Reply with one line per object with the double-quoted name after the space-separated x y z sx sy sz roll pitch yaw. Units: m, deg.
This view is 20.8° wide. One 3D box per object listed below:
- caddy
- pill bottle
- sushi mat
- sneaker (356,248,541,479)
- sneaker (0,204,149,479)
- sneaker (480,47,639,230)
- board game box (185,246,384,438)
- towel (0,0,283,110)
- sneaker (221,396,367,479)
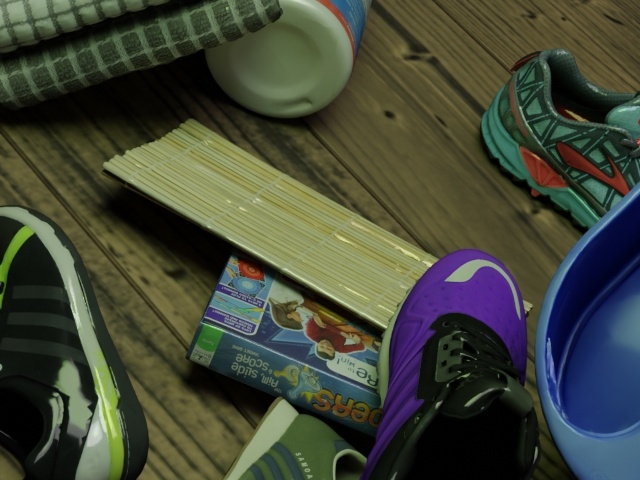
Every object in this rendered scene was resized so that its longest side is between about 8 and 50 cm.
0.291 0.050 1.104 0.341 0.179 0.241 -44 74 -8 "caddy"
-0.017 -0.214 1.477 0.124 0.124 0.221 20 40 -6 "pill bottle"
0.000 0.000 1.298 0.316 0.019 0.151 29 27 11 "sushi mat"
0.093 0.109 1.086 0.102 0.146 0.293 30 52 -10 "sneaker"
-0.192 0.070 1.121 0.097 0.084 0.234 -10 52 -32 "sneaker"
0.258 -0.064 1.454 0.262 0.125 0.104 34 42 10 "sneaker"
0.016 0.076 1.236 0.201 0.035 0.136 23 28 -2 "board game box"
-0.157 -0.240 1.373 0.235 0.121 0.283 -18 42 8 "towel"
-0.024 0.174 1.103 0.086 0.064 0.192 28 33 5 "sneaker"
